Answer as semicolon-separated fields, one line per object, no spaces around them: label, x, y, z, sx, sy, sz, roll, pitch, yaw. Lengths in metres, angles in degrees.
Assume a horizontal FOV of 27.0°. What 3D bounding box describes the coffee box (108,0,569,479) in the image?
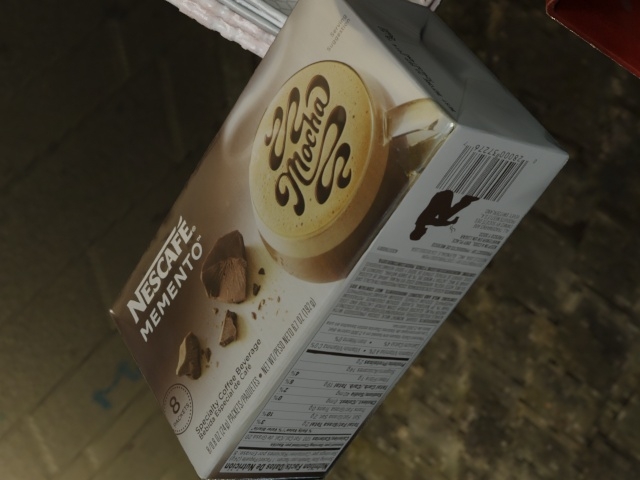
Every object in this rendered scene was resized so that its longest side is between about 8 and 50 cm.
coffee box;0.000;0.000;0.884;0.119;0.168;0.297;9;125;-44

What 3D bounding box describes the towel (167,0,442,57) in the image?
towel;-0.053;-0.270;1.260;0.053;0.331;0.317;-60;180;31

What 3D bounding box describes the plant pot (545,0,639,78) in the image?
plant pot;0.397;-0.327;1.336;0.267;0.236;0.267;26;141;-36
